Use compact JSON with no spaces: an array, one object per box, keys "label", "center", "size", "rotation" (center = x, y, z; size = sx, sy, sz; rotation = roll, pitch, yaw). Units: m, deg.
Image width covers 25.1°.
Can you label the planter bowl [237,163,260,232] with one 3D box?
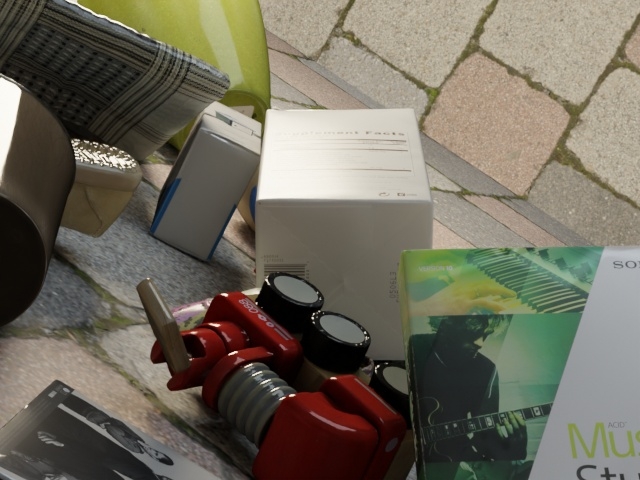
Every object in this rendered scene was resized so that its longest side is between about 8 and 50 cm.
[{"label":"planter bowl","center":[-0.021,-0.044,1.829],"size":[0.162,0.162,0.109],"rotation":[7,52,-60]}]

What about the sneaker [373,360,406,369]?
[{"label":"sneaker","center":[0.060,0.113,1.575],"size":[0.092,0.088,0.225],"rotation":[3,23,-21]}]

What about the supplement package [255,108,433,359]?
[{"label":"supplement package","center":[0.022,-0.015,1.528],"size":[0.175,0.178,0.293],"rotation":[0,22,0]}]

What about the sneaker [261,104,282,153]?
[{"label":"sneaker","center":[-0.050,-0.123,2.220],"size":[0.281,0.105,0.115],"rotation":[26,-16,-11]}]

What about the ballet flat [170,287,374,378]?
[{"label":"ballet flat","center":[-0.046,0.094,1.374],"size":[0.221,0.079,0.077],"rotation":[26,14,-20]}]

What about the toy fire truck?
[{"label":"toy fire truck","center":[-0.050,0.116,1.171],"size":[0.217,0.158,0.246],"rotation":[39,27,31]}]

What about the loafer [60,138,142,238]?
[{"label":"loafer","center":[-0.305,-0.056,1.349],"size":[0.268,0.092,0.102],"rotation":[10,16,-14]}]

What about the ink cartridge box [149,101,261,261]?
[{"label":"ink cartridge box","center":[-0.131,-0.075,1.681],"size":[0.082,0.140,0.191],"rotation":[25,13,-10]}]

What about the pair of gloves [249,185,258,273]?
[{"label":"pair of gloves","center":[0.000,0.000,1.732],"size":[0.198,0.159,0.023],"rotation":[22,-26,-13]}]

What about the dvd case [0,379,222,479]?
[{"label":"dvd case","center":[-0.112,0.188,0.979],"size":[0.238,0.030,0.179],"rotation":[32,13,1]}]

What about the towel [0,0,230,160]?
[{"label":"towel","center":[-0.300,-0.194,1.659],"size":[0.312,0.056,0.324],"rotation":[23,-18,-21]}]

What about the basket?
[{"label":"basket","center":[-0.290,-0.032,1.158],"size":[0.204,0.154,0.227],"rotation":[24,18,-22]}]

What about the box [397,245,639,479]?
[{"label":"box","center":[0.188,0.151,1.127],"size":[0.232,0.058,0.322],"rotation":[-1,57,-5]}]

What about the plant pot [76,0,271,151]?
[{"label":"plant pot","center":[-0.182,-0.257,2.066],"size":[0.274,0.275,0.293],"rotation":[19,32,-41]}]
